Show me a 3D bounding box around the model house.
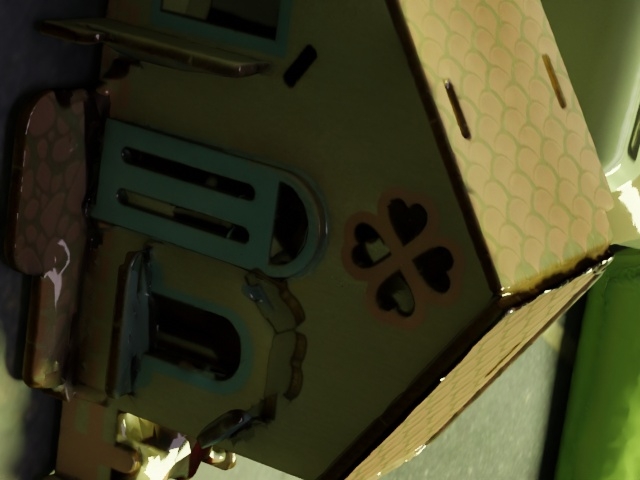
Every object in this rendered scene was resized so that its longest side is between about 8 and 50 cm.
[{"bbox_3d":[0.000,0.000,0.892,0.169,0.244,0.326,-17,120,-59],"label":"model house"}]

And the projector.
[{"bbox_3d":[0.153,-0.107,1.181,0.177,0.163,0.242,31,73,-59],"label":"projector"}]

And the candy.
[{"bbox_3d":[0.261,0.170,1.511,0.142,0.132,0.343,-4,109,-26],"label":"candy"}]
